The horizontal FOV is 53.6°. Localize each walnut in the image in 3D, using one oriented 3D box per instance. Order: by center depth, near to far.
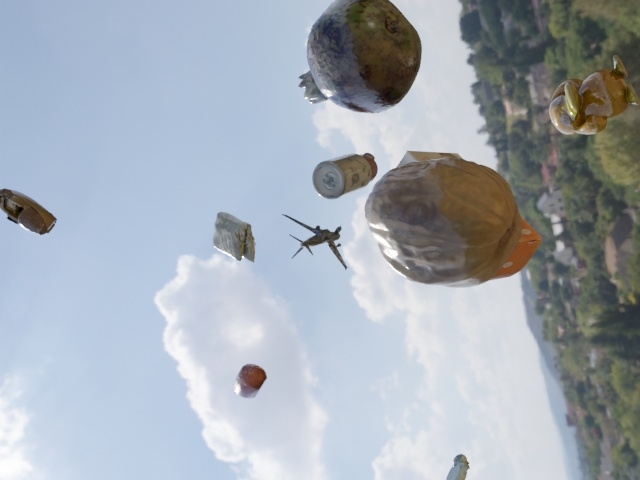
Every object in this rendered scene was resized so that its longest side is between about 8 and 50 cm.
[{"bbox_3d":[0.197,-0.032,1.045,0.225,0.261,0.224,-8,-79,-45],"label":"walnut"}]

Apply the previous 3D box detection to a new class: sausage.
[{"bbox_3d":[-0.141,0.279,1.257,0.059,0.054,0.094,-53,-6,-36],"label":"sausage"}]

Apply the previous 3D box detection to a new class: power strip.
[{"bbox_3d":[0.264,0.443,1.199,0.035,0.055,0.083,39,-147,0],"label":"power strip"}]

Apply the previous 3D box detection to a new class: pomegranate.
[{"bbox_3d":[0.072,-0.422,1.528,0.285,0.341,0.284,12,-112,-33],"label":"pomegranate"}]

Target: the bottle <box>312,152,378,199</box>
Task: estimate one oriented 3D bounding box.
[{"bbox_3d":[0.081,-0.187,1.773,0.233,0.110,0.109,-25,-76,-54],"label":"bottle"}]

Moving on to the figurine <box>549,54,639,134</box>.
[{"bbox_3d":[0.802,-0.412,1.873,0.215,0.228,0.215,-16,-90,-81],"label":"figurine"}]

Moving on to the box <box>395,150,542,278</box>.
[{"bbox_3d":[0.342,-0.059,1.555,0.225,0.143,0.341,-5,-131,-43],"label":"box"}]

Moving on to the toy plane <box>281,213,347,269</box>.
[{"bbox_3d":[0.001,-0.002,1.636,0.226,0.058,0.226,41,-148,17],"label":"toy plane"}]

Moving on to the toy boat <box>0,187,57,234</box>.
[{"bbox_3d":[-0.547,-0.057,1.144,0.049,0.149,0.047,-47,-16,-58],"label":"toy boat"}]

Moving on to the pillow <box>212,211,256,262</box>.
[{"bbox_3d":[-0.284,-0.013,2.057,0.078,0.181,0.134,-12,-66,-40],"label":"pillow"}]
